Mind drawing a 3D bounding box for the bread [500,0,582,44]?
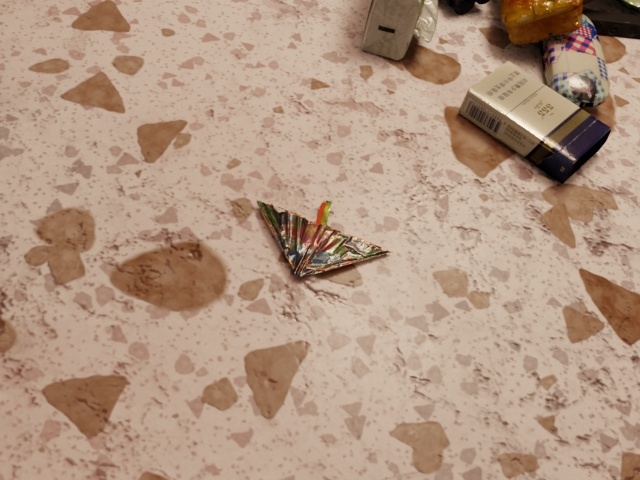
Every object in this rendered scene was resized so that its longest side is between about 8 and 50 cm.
[{"bbox_3d":[0.498,-0.590,1.748,0.185,0.109,0.380,-15,39,21],"label":"bread"}]

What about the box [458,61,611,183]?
[{"bbox_3d":[0.425,-0.237,1.517,0.259,0.071,0.168,41,53,18],"label":"box"}]

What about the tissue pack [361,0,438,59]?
[{"bbox_3d":[0.184,-0.509,1.621,0.145,0.159,0.229,15,49,-3],"label":"tissue pack"}]

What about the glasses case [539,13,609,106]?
[{"bbox_3d":[0.555,-0.409,1.689,0.125,0.076,0.328,10,49,-3],"label":"glasses case"}]

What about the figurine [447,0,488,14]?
[{"bbox_3d":[0.281,-0.682,1.808,0.185,0.204,0.332,-27,86,-5],"label":"figurine"}]

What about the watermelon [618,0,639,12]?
[{"bbox_3d":[0.803,-0.636,1.942,0.146,0.128,0.231,-1,31,20],"label":"watermelon"}]

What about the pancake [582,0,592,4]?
[{"bbox_3d":[0.667,-0.623,1.869,0.376,0.054,0.197,-28,23,-15],"label":"pancake"}]

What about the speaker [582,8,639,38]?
[{"bbox_3d":[0.702,-0.522,1.846,0.191,0.040,0.046,2,49,-12],"label":"speaker"}]

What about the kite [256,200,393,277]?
[{"bbox_3d":[0.000,0.000,1.248,0.241,0.014,0.183,17,46,-1],"label":"kite"}]
